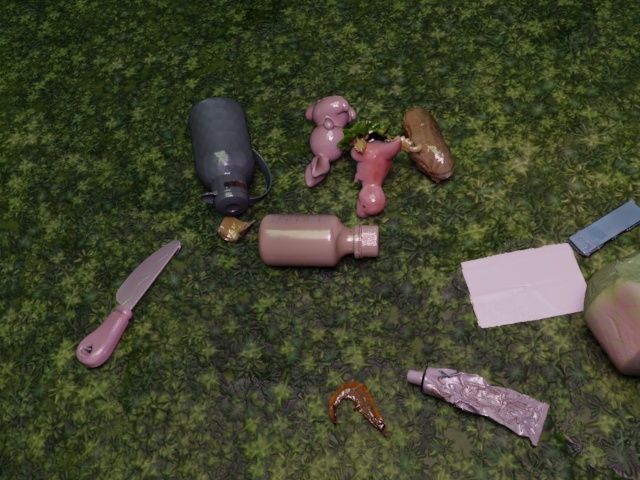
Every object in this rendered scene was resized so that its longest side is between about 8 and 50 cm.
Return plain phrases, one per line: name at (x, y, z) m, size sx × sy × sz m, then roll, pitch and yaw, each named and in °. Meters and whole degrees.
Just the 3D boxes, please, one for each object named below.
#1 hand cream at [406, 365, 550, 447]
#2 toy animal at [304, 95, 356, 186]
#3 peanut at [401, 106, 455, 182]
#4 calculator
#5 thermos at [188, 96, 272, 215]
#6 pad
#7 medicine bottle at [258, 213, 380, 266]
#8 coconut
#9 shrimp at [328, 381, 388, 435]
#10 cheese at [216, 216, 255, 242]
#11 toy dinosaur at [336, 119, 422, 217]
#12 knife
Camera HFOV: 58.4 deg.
hand cream at (0.283, 0.286, 1.047) m, size 0.256 × 0.050 × 0.084 m, roll 19°, pitch 62°, yaw 16°
toy animal at (0.024, -0.227, 1.358) m, size 0.124 × 0.124 × 0.213 m, roll 4°, pitch 82°, yaw 12°
peanut at (0.246, -0.228, 1.321) m, size 0.099 × 0.100 × 0.214 m, roll -10°, pitch 59°, yaw 3°
calculator at (0.596, -0.024, 1.186) m, size 0.171 × 0.018 × 0.057 m, roll -31°, pitch 61°, yaw -9°
thermos at (-0.214, -0.190, 1.359) m, size 0.182 × 0.145 × 0.287 m, roll 2°, pitch 57°, yaw -29°
pad at (0.415, 0.089, 1.160) m, size 0.231 × 0.004 × 0.157 m, roll -10°, pitch 60°, yaw 4°
medicine bottle at (0.000, 0.000, 1.217) m, size 0.252 × 0.114 × 0.114 m, roll 0°, pitch 60°, yaw 10°
coconut at (0.582, 0.137, 0.993) m, size 0.204 × 0.235 × 0.236 m, roll -46°, pitch 57°, yaw 23°
shrimp at (0.071, 0.326, 1.070) m, size 0.091 × 0.025 × 0.127 m, roll -39°, pitch 57°, yaw -13°
cheese at (-0.187, -0.026, 1.307) m, size 0.083 × 0.041 × 0.060 m, roll 4°, pitch 52°, yaw 29°
toy dinosaur at (0.112, -0.166, 1.255) m, size 0.194 × 0.152 × 0.177 m, roll -41°, pitch 56°, yaw 30°
knife at (-0.422, 0.129, 1.270) m, size 0.081 × 0.043 × 0.336 m, roll 15°, pitch 57°, yaw 25°
